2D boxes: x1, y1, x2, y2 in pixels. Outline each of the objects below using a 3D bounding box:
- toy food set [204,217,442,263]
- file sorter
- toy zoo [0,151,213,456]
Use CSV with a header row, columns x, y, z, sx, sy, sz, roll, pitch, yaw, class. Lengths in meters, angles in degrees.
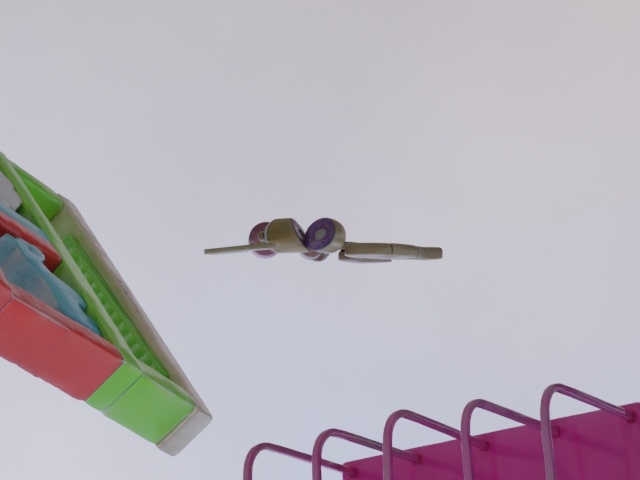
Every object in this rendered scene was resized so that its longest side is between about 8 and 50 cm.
x,y,z,sx,sy,sz,roll,pitch,yaw,class
0.000,0.000,0.929,0.122,0.019,0.078,5,173,-41,toy food set
0.102,0.238,1.311,0.291,0.182,0.202,-16,-114,31,file sorter
-0.181,-0.023,0.758,0.030,0.293,0.192,-45,-133,6,toy zoo
